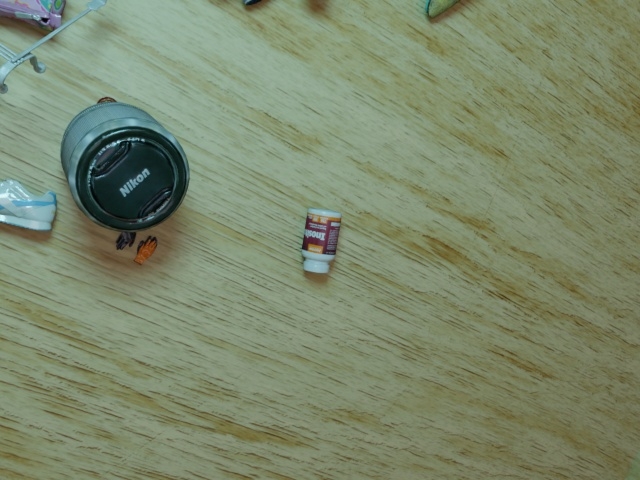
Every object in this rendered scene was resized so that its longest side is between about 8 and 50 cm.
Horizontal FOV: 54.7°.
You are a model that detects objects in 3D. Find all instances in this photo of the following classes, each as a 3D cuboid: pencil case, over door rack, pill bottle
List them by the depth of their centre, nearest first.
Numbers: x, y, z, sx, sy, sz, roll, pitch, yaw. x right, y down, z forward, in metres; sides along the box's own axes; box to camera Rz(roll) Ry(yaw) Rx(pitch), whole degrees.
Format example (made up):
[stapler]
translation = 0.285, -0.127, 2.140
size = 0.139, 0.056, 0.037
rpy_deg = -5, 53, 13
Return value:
[over door rack]
translation = -0.564, -0.427, 1.105
size = 0.240, 0.108, 0.324
rpy_deg = 36, 53, -13
[pencil case]
translation = -0.642, -0.498, 1.199
size = 0.284, 0.124, 0.124
rpy_deg = 12, 94, -20
[pill bottle]
translation = 0.000, 0.000, 1.520
size = 0.086, 0.086, 0.151
rpy_deg = 6, 96, -20

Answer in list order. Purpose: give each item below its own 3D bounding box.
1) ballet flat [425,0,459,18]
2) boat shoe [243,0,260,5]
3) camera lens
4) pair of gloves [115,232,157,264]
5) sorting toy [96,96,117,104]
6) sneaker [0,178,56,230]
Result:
[ballet flat]
translation = 0.372, -0.699, 1.516
size = 0.123, 0.123, 0.348
rpy_deg = 25, 87, -21
[boat shoe]
translation = -0.116, -0.602, 1.402
size = 0.183, 0.066, 0.066
rpy_deg = -43, 105, -19
[camera lens]
translation = -0.396, -0.154, 1.236
size = 0.220, 0.274, 0.219
rpy_deg = -11, 116, -23
[pair of gloves]
translation = -0.420, 0.007, 1.415
size = 0.083, 0.010, 0.074
rpy_deg = 39, 85, -20
[sorting toy]
translation = -0.472, -0.262, 1.337
size = 0.061, 0.042, 0.101
rpy_deg = 13, 94, -21
[sneaker]
translation = -0.669, -0.086, 1.280
size = 0.229, 0.087, 0.092
rpy_deg = 14, 87, -28
